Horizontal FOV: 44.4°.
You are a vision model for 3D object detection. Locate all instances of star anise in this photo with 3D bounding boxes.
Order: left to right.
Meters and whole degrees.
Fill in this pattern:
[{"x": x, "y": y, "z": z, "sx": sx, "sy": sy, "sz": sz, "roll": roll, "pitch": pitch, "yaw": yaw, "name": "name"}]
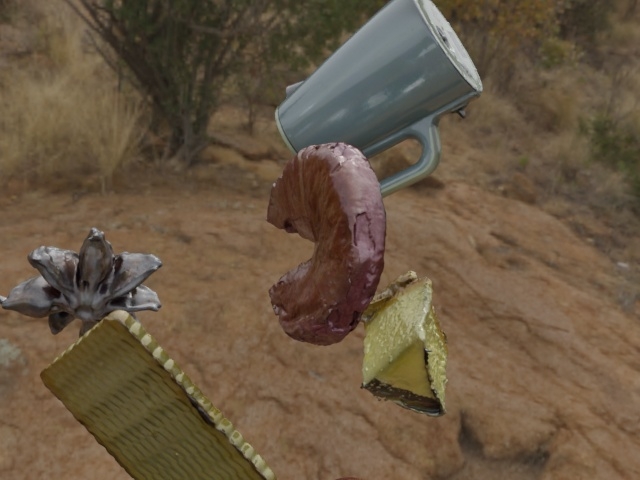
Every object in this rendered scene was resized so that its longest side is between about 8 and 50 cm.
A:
[{"x": -0.445, "y": 0.075, "z": 1.461, "sx": 0.315, "sy": 0.359, "sz": 0.139, "roll": -28, "pitch": 37, "yaw": 7, "name": "star anise"}]

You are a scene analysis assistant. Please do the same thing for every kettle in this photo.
[{"x": 0.079, "y": -0.167, "z": 1.007, "sx": 0.211, "sy": 0.243, "sz": 0.160, "roll": 59, "pitch": 24, "yaw": 7, "name": "kettle"}]

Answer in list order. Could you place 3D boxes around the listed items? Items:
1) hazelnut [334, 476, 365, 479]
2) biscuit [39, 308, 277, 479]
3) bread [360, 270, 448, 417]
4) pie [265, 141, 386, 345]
[{"x": 0.052, "y": 0.492, "z": 1.361, "sx": 0.143, "sy": 0.154, "sz": 0.143, "roll": 27, "pitch": -18, "yaw": 10, "name": "hazelnut"}, {"x": -0.171, "y": 0.199, "z": 0.835, "sx": 0.254, "sy": 0.172, "sz": 0.029, "roll": 50, "pitch": 35, "yaw": -7, "name": "biscuit"}, {"x": 0.127, "y": 0.135, "z": 1.011, "sx": 0.152, "sy": 0.127, "sz": 0.147, "roll": 35, "pitch": 36, "yaw": -24, "name": "bread"}, {"x": 0.000, "y": 0.000, "z": 0.841, "sx": 0.054, "sy": 0.204, "sz": 0.219, "roll": 6, "pitch": 64, "yaw": -29, "name": "pie"}]
